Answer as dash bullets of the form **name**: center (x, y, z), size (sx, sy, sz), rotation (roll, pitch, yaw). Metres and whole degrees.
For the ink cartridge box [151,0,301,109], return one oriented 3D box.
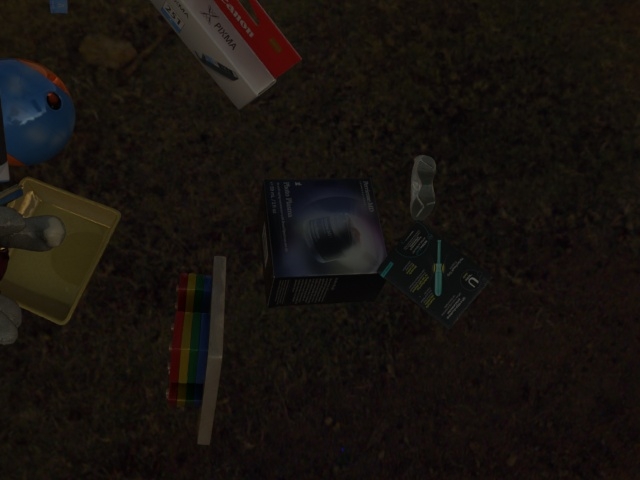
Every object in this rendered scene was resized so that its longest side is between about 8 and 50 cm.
- **ink cartridge box**: center (-0.198, -0.422, 1.278), size (0.066, 0.296, 0.261), rotation (-45, 15, -19)

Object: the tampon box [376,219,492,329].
- **tampon box**: center (0.199, 0.057, 1.137), size (0.161, 0.101, 0.120), rotation (39, 97, 5)

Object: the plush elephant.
- **plush elephant**: center (-0.587, 0.077, 1.031), size (0.271, 0.330, 0.255), rotation (-51, 42, 12)

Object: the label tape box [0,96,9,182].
- **label tape box**: center (-0.487, -0.222, 0.676), size (0.115, 0.347, 0.249), rotation (5, 11, 27)

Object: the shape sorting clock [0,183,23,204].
- **shape sorting clock**: center (-0.819, -0.084, 1.554), size (0.206, 0.040, 0.206), rotation (-26, 12, 6)

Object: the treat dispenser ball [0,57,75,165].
- **treat dispenser ball**: center (-0.813, -0.343, 1.725), size (0.289, 0.288, 0.288), rotation (-2, 44, 2)

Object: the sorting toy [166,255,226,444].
- **sorting toy**: center (-0.237, 0.203, 1.209), size (0.090, 0.255, 0.257), rotation (5, 38, -11)

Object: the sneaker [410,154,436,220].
- **sneaker**: center (0.229, -0.120, 1.448), size (0.054, 0.152, 0.061), rotation (2, 18, -10)

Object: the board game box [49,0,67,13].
- **board game box**: center (-0.557, -0.589, 1.349), size (0.039, 0.160, 0.211), rotation (-3, 36, -20)

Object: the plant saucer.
- **plant saucer**: center (-0.735, 0.029, 1.750), size (0.333, 0.081, 0.332), rotation (20, 78, 14)

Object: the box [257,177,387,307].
- **box**: center (0.000, 0.000, 1.661), size (0.294, 0.182, 0.296), rotation (-2, 60, -13)
